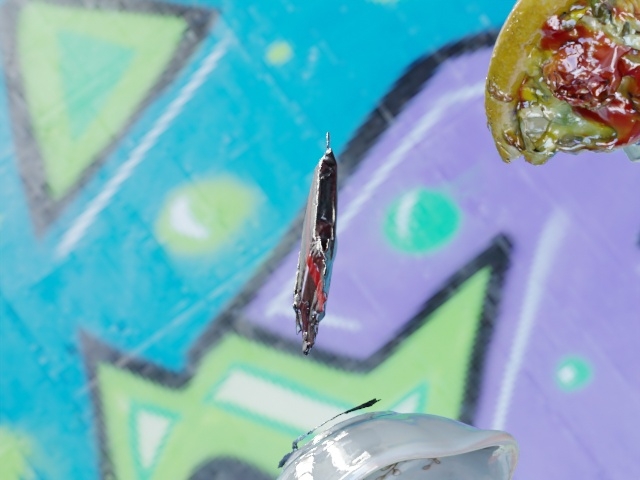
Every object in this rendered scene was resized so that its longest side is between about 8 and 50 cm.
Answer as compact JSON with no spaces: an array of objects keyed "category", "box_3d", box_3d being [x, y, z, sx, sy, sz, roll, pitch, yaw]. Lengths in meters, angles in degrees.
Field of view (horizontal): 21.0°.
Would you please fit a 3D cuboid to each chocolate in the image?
[{"category":"chocolate","box_3d":[0.000,0.000,1.281,0.182,0.028,0.086,-84,5,-53]}]

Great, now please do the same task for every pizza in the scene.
[{"category":"pizza","box_3d":[0.214,-0.113,1.210,0.201,0.193,0.053,94,-177,-47]}]

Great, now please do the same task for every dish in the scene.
[{"category":"dish","box_3d":[0.031,0.180,1.248,0.081,0.229,0.229,60,179,30]}]

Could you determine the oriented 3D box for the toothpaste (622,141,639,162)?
[{"category":"toothpaste","box_3d":[0.218,-0.132,1.359,0.197,0.048,0.029,58,147,2]}]
